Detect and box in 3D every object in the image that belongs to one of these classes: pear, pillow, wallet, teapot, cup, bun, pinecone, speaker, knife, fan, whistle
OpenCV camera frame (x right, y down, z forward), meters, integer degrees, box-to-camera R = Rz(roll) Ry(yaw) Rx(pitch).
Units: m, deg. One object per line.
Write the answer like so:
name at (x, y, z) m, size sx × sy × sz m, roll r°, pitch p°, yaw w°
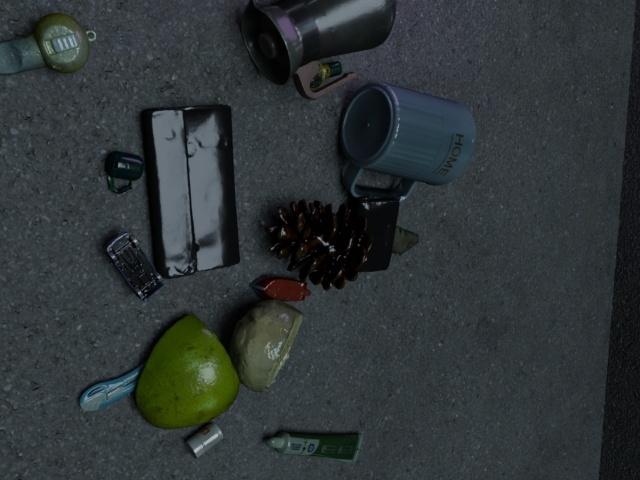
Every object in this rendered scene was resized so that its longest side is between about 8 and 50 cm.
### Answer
pear at (-0.330, 0.364, 1.657) m, size 0.239 × 0.139 × 0.287 m, roll -31°, pitch 124°, yaw -26°
pillow at (0.217, -0.004, 2.093) m, size 0.241 × 0.051 × 0.093 m, roll 17°, pitch 95°, yaw -39°
wallet at (-0.306, -0.120, 1.632) m, size 0.229 × 0.062 × 0.405 m, roll -13°, pitch 107°, yaw -37°
teapot at (0.003, -0.532, 1.693) m, size 0.344 × 0.253 × 0.300 m, roll -33°, pitch 118°, yaw -22°
cup at (0.223, -0.290, 1.945) m, size 0.311 × 0.331 × 0.256 m, roll 6°, pitch 61°, yaw -38°
bun at (-0.155, 0.267, 1.759) m, size 0.152 × 0.259 × 0.259 m, roll 26°, pitch 79°, yaw 6°
pinecone at (0.000, 0.000, 1.806) m, size 0.309 × 0.244 × 0.243 m, roll 20°, pitch 86°, yaw -29°
speaker at (-0.448, -0.155, 1.522) m, size 0.075 × 0.060 × 0.094 m, roll 9°, pitch 129°, yaw -40°
wallet at (0.159, -0.019, 1.999) m, size 0.149 × 0.044 × 0.250 m, roll -2°, pitch 114°, yaw -24°
knife at (-0.470, 0.342, 1.614) m, size 0.222 × 0.031 × 0.064 m, roll -26°, pitch 115°, yaw -33°
fan at (-0.003, -0.455, 1.826) m, size 0.155 × 0.039 × 0.082 m, roll -23°, pitch 112°, yaw -36°
whistle at (-0.563, -0.386, 1.357) m, size 0.223 × 0.123 × 0.122 m, roll -20°, pitch 113°, yaw -12°

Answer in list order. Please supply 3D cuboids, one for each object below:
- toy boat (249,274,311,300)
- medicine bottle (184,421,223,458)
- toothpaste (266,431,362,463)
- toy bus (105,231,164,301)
toy boat at (-0.111, 0.132, 1.849) m, size 0.173 × 0.059 × 0.069 m, roll 7°, pitch 94°, yaw -33°
medicine bottle at (-0.305, 0.525, 1.771) m, size 0.089 × 0.057 × 0.057 m, roll -33°, pitch 118°, yaw -30°
toothpaste at (-0.012, 0.618, 2.032) m, size 0.392 × 0.061 × 0.098 m, roll 21°, pitch 85°, yaw -43°
toy bus at (-0.437, 0.057, 1.554) m, size 0.073 × 0.076 × 0.167 m, roll -41°, pitch 124°, yaw -25°
